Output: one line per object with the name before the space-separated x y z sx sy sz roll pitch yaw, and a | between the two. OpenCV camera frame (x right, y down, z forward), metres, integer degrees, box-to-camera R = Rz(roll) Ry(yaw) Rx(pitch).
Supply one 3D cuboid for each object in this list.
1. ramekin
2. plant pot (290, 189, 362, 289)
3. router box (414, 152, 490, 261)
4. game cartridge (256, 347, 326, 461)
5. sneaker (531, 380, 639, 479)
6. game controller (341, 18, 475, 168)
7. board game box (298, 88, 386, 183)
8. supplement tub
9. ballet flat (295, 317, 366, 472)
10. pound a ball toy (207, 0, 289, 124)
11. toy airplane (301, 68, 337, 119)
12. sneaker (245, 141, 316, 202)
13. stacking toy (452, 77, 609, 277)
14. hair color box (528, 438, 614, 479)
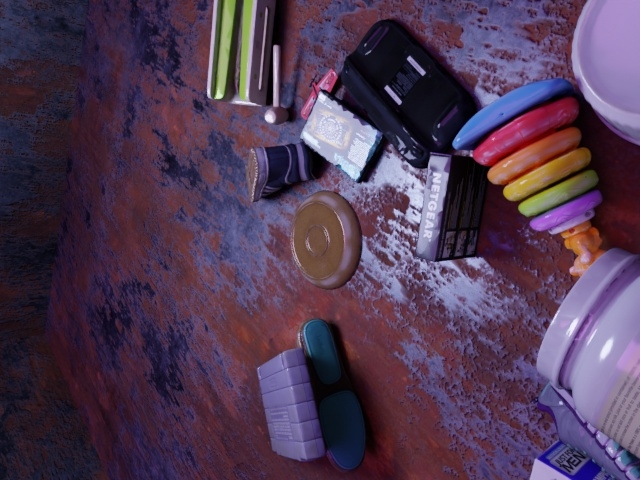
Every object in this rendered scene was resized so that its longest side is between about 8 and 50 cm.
ramekin | 0.449 -0.251 0.628 0.273 0.127 0.272 3 95 47
plant pot | 0.000 0.000 1.195 0.236 0.032 0.236 5 97 46
router box | 0.229 -0.057 0.872 0.046 0.133 0.178 17 104 44
game cartridge | -0.075 0.388 1.188 0.355 0.068 0.230 131 124 -65
sneaker | 0.416 0.301 0.751 0.223 0.083 0.098 59 144 39
game controller | 0.160 -0.293 0.995 0.166 0.067 0.319 -45 61 22
board game box | 0.045 -0.227 1.104 0.186 0.026 0.126 41 122 22
supplement tub | 0.450 0.167 0.578 0.325 0.235 0.235 35 117 40
ballet flat | 0.011 0.350 1.164 0.342 0.116 0.124 70 155 17
pound a ball toy | -0.157 -0.458 1.284 0.208 0.136 0.319 10 101 20
toy airplane | 0.012 -0.314 1.161 0.151 0.028 0.151 12 106 50
sneaker | -0.102 -0.167 1.259 0.282 0.153 0.099 146 113 -75
stacking toy | 0.348 -0.074 0.751 0.175 0.166 0.301 -31 82 31
hair color box | 0.450 0.452 0.692 0.339 0.110 0.185 23 110 42
